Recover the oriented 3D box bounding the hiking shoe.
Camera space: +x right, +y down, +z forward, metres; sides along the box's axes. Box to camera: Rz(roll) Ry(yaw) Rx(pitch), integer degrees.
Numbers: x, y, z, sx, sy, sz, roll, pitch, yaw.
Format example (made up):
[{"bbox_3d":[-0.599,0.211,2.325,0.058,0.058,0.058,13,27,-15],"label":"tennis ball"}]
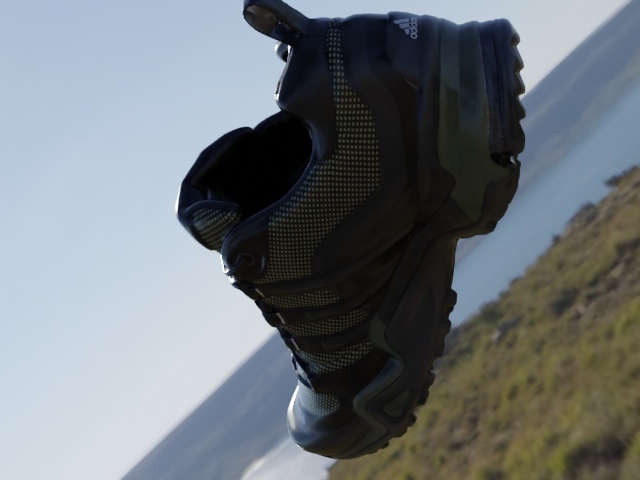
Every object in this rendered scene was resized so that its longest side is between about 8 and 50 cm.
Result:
[{"bbox_3d":[0.000,0.000,0.437,0.086,0.114,0.227,-80,4,-49],"label":"hiking shoe"}]
